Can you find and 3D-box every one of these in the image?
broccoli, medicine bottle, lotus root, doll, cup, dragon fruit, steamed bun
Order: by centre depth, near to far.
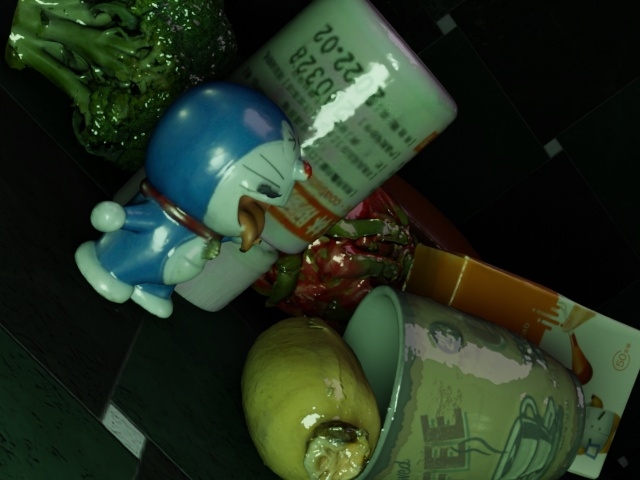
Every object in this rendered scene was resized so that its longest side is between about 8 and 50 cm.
[{"bbox_3d":[-0.127,-0.038,1.201,0.161,0.257,0.215,39,8,24],"label":"doll"},{"bbox_3d":[-0.015,0.168,1.241,0.146,0.131,0.303,48,6,-18],"label":"lotus root"},{"bbox_3d":[0.143,0.208,1.384,0.257,0.301,0.227,17,60,-16],"label":"cup"},{"bbox_3d":[-0.046,-0.108,1.423,0.219,0.388,0.219,49,9,-10],"label":"medicine bottle"},{"bbox_3d":[-0.249,-0.255,1.527,0.283,0.321,0.304,14,5,-10],"label":"broccoli"},{"bbox_3d":[0.007,0.008,1.672,0.237,0.231,0.302,56,14,26],"label":"dragon fruit"},{"bbox_3d":[0.128,0.034,2.088,0.379,0.235,0.248,43,11,-9],"label":"steamed bun"}]

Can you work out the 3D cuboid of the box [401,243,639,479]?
[{"bbox_3d":[0.252,0.165,1.627,0.341,0.225,0.143,22,-1,-27],"label":"box"}]
